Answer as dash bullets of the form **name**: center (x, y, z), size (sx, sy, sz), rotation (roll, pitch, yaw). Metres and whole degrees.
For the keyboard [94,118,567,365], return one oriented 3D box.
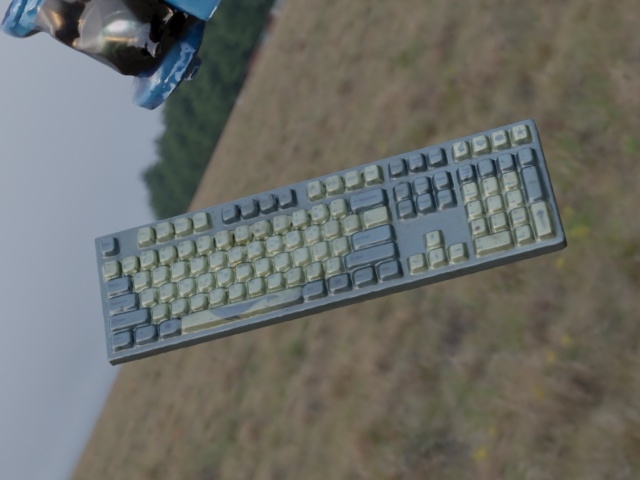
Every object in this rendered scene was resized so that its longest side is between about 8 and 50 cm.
- **keyboard**: center (0.000, 0.001, 0.611), size (0.014, 0.176, 0.055), rotation (59, -162, -60)

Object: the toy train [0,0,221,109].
- **toy train**: center (-0.153, -0.278, 1.460), size (0.265, 0.188, 0.300), rotation (-55, 18, 19)
